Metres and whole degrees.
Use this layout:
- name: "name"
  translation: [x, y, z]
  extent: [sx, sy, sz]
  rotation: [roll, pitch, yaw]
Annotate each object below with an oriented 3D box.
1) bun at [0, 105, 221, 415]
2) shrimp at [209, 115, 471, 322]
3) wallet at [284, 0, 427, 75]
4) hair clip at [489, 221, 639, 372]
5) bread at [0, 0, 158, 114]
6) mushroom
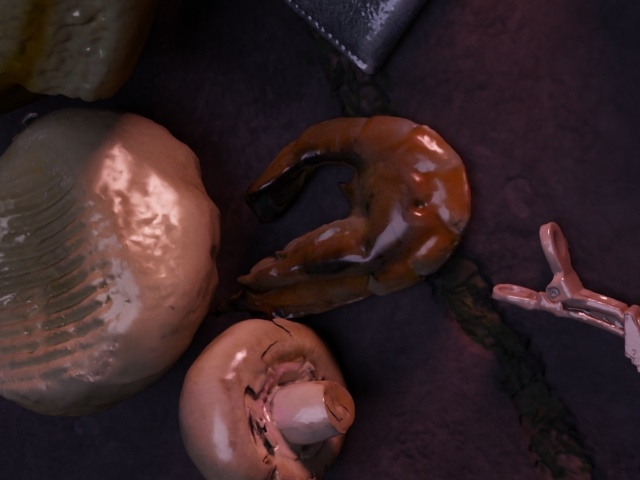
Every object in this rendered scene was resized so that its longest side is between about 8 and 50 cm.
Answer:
- name: "bun"
  translation: [-0.180, 0.019, 0.983]
  extent: [0.259, 0.160, 0.259]
  rotation: [-2, 86, 38]
- name: "shrimp"
  translation: [-0.003, -0.017, 0.933]
  extent: [0.254, 0.059, 0.145]
  rotation: [-16, 89, 30]
- name: "wallet"
  translation: [0.005, -0.254, 0.897]
  extent: [0.222, 0.036, 0.167]
  rotation: [44, 117, 14]
- name: "hair clip"
  translation: [0.230, 0.066, 0.832]
  extent: [0.226, 0.034, 0.072]
  rotation: [32, 112, 20]
- name: "bread"
  translation: [-0.256, -0.227, 0.912]
  extent: [0.395, 0.239, 0.264]
  rotation: [4, 141, 14]
- name: "mushroom"
  translation: [-0.035, 0.134, 0.923]
  extent: [0.122, 0.154, 0.154]
  rotation: [-10, 94, 36]
